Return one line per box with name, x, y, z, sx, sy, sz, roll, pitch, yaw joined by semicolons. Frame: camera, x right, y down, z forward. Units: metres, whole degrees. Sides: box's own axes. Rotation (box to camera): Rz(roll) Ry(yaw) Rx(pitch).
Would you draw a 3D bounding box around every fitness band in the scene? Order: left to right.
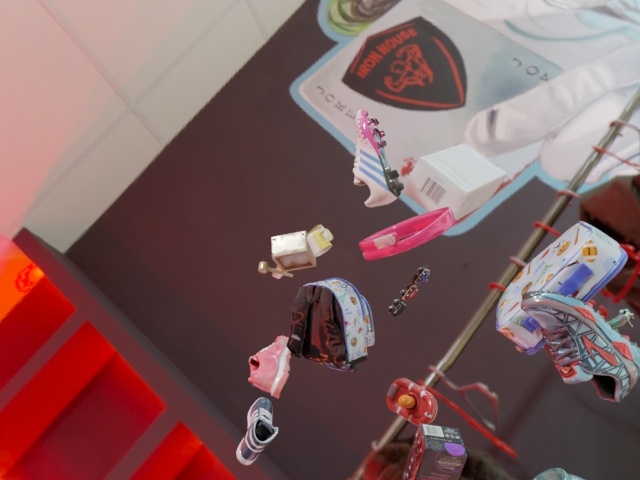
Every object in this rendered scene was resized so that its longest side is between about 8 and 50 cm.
fitness band;0.224;-0.017;1.480;0.208;0.054;0.290;-25;4;-28

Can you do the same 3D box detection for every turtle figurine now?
turtle figurine;0.687;0.214;1.419;0.175;0.234;0.118;-33;13;51

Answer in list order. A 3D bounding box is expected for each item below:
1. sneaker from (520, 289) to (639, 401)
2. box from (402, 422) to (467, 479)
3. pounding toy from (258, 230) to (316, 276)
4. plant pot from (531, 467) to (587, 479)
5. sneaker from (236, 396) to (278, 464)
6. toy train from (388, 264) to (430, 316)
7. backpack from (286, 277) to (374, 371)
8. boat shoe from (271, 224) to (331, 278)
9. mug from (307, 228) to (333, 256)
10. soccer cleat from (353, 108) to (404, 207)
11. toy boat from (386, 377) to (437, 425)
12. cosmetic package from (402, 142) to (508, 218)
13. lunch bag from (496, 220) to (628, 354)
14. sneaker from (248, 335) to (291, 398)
sneaker;0.458;0.190;1.001;0.125;0.261;0.104;-55;3;-18
box;0.424;0.850;2.127;0.143;0.165;0.271;-90;12;-69
pounding toy;-0.124;0.054;2.013;0.205;0.094;0.181;-10;-29;11
plant pot;0.754;0.842;1.757;0.293;0.196;0.293;-39;-5;-4
sneaker;-0.205;0.649;2.023;0.153;0.099;0.282;-56;8;32
toy train;0.230;0.131;1.445;0.158;0.036;0.027;-55;-32;12
backpack;0.041;0.252;1.789;0.213;0.276;0.264;-22;-71;-45
boat shoe;-0.069;0.063;2.197;0.277;0.096;0.098;-43;11;2
mug;-0.001;0.002;1.685;0.078;0.064;0.062;-33;-13;-2
soccer cleat;0.148;-0.260;1.796;0.143;0.332;0.116;-27;-22;26
toy boat;0.375;0.682;2.380;0.151;0.231;0.151;25;-89;-58
cosmetic package;0.488;-0.212;2.034;0.384;0.217;0.156;-20;-34;-50
lunch bag;0.497;0.103;1.198;0.303;0.115;0.243;-53;-6;17
sneaker;-0.171;0.400;1.916;0.314;0.136;0.116;-88;20;-72
